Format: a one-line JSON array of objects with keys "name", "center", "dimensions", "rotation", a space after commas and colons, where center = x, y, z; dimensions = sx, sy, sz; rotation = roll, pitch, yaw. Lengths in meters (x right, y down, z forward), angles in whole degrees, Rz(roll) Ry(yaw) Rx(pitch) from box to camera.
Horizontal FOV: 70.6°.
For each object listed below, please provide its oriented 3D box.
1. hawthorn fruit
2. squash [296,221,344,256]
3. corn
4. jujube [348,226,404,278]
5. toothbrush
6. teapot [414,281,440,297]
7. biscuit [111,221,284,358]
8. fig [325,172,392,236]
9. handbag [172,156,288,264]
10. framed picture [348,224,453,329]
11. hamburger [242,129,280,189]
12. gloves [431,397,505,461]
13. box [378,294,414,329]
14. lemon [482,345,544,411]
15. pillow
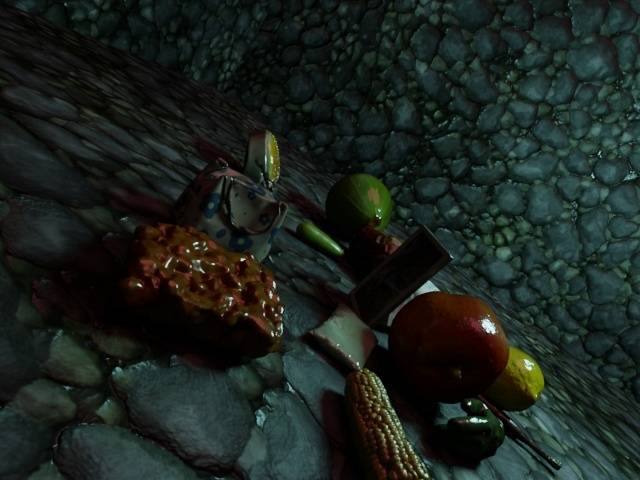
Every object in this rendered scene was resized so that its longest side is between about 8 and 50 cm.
[{"name": "hawthorn fruit", "center": [0.308, 0.267, 1.098], "dimensions": [0.287, 0.287, 0.330], "rotation": [35, 11, 1]}, {"name": "squash", "center": [0.000, 0.000, 1.628], "dimensions": [0.201, 0.066, 0.066], "rotation": [32, 16, -12]}, {"name": "corn", "center": [0.105, 0.336, 0.801], "dimensions": [0.101, 0.101, 0.291], "rotation": [29, 18, -23]}, {"name": "jujube", "center": [0.222, 0.059, 1.713], "dimensions": [0.216, 0.216, 0.342], "rotation": [26, 6, -29]}, {"name": "toothbrush", "center": [0.508, 0.500, 1.265], "dimensions": [0.364, 0.041, 0.041], "rotation": [40, 16, 18]}, {"name": "teapot", "center": [0.392, 0.195, 1.726], "dimensions": [0.298, 0.139, 0.204], "rotation": [45, 20, 23]}, {"name": "biscuit", "center": [-0.219, 0.079, 0.869], "dimensions": [0.312, 0.110, 0.318], "rotation": [27, 18, -23]}, {"name": "fig", "center": [0.174, -0.135, 1.951], "dimensions": [0.316, 0.316, 0.316], "rotation": [32, 16, -10]}, {"name": "handbag", "center": [-0.221, -0.076, 1.160], "dimensions": [0.252, 0.193, 0.190], "rotation": [26, 14, -33]}, {"name": "framed picture", "center": [0.214, 0.106, 1.294], "dimensions": [0.020, 0.324, 0.240], "rotation": [42, 14, -19]}, {"name": "hamburger", "center": [-0.235, -0.329, 1.832], "dimensions": [0.152, 0.227, 0.295], "rotation": [9, 24, -8]}, {"name": "gloves", "center": [0.353, 0.429, 1.023], "dimensions": [0.107, 0.135, 0.268], "rotation": [-8, -23, 44]}, {"name": "box", "center": [0.225, 0.197, 1.373], "dimensions": [0.111, 0.156, 0.060], "rotation": [24, -18, -40]}, {"name": "lemon", "center": [0.544, 0.404, 1.342], "dimensions": [0.188, 0.188, 0.257], "rotation": [28, 0, -23]}, {"name": "pillow", "center": [0.065, 0.236, 1.108], "dimensions": [0.148, 0.050, 0.230], "rotation": [34, 18, 11]}]
